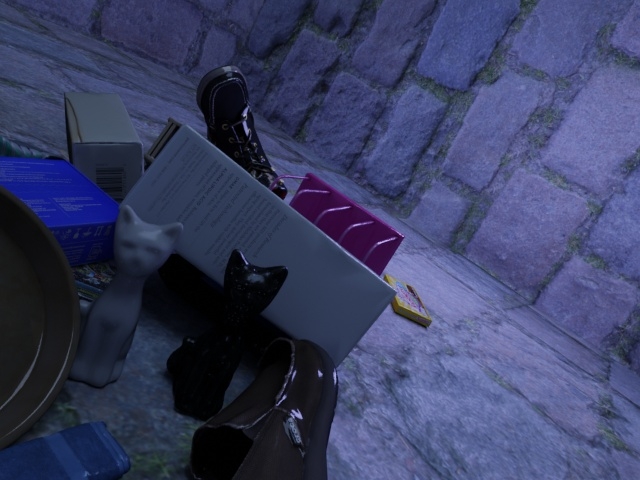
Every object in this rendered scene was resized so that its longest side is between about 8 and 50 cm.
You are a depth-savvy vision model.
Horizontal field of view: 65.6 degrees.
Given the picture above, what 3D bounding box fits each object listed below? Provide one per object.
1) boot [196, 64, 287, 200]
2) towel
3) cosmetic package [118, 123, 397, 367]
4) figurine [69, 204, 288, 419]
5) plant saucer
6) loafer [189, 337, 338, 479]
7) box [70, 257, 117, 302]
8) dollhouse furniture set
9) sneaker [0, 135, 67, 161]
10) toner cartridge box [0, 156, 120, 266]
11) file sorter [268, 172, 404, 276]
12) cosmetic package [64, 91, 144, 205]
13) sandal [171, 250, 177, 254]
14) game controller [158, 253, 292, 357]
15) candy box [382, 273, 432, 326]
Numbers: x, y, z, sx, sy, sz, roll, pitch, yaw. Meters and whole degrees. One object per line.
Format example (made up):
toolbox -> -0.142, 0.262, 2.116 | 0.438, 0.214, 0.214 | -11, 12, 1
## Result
boot -> -0.197, -0.237, 1.285 | 0.284, 0.138, 0.377 | 59, -20, 14
towel -> -0.234, 0.203, 0.437 | 0.067, 0.029, 0.119 | 38, 17, 27
cosmetic package -> -0.090, 0.007, 0.780 | 0.385, 0.156, 0.217 | 37, 1, -10
figurine -> -0.172, 0.081, 0.586 | 0.215, 0.209, 0.092 | 25, 17, -18
plant saucer -> -0.340, 0.058, 0.427 | 0.278, 0.041, 0.278 | 45, 34, -43
loafer -> -0.063, 0.207, 0.531 | 0.130, 0.134, 0.366 | 28, 16, -10
box -> -0.369, 0.032, 0.682 | 0.233, 0.044, 0.159 | 25, 18, -17
dollhouse furniture set -> -0.375, -0.216, 1.351 | 0.129, 0.129, 0.183 | 31, -14, -1
sneaker -> -0.560, -0.147, 0.859 | 0.098, 0.083, 0.224 | 26, 2, 25
toner cartridge box -> -0.409, -0.030, 0.586 | 0.165, 0.075, 0.348 | 36, 18, 16
file sorter -> 0.000, 0.000, 1.149 | 0.291, 0.202, 0.182 | 36, 18, 18
cosmetic package -> -0.417, -0.165, 0.947 | 0.113, 0.160, 0.309 | -6, 31, -28
sandal -> -0.286, -0.084, 1.073 | 0.169, 0.102, 0.416 | 27, 18, -3
game controller -> -0.120, 0.117, 0.828 | 0.319, 0.067, 0.166 | 35, 17, 13
candy box -> 0.238, 0.164, 1.385 | 0.105, 0.027, 0.206 | 23, 17, -11
